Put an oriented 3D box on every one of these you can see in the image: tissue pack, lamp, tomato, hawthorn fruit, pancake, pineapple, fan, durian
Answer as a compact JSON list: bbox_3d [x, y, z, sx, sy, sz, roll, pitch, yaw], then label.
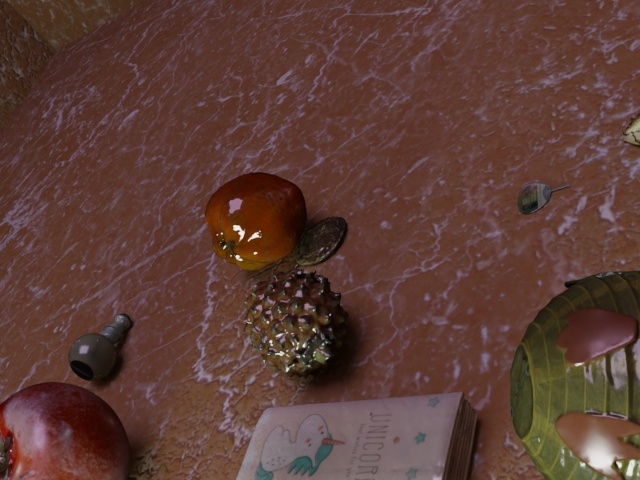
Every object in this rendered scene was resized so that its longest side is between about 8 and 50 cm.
[{"bbox_3d":[0.037,0.290,1.108,0.325,0.071,0.170,-12,42,35],"label":"tissue pack"},{"bbox_3d":[0.330,0.156,0.838,0.284,0.250,0.250,4,42,-3],"label":"lamp"},{"bbox_3d":[-0.419,0.358,1.353,0.270,0.227,0.270,-20,58,36],"label":"tomato"},{"bbox_3d":[-0.110,-0.036,1.542,0.189,0.189,0.189,-27,36,22],"label":"hawthorn fruit"},{"bbox_3d":[-0.001,-0.001,1.526,0.115,0.011,0.115,-28,35,21],"label":"pancake"},{"bbox_3d":[-0.419,0.199,1.674,0.091,0.091,0.163,-17,24,33],"label":"lamp"},{"bbox_3d":[-0.028,0.128,1.282,0.166,0.166,0.193,-44,36,-3],"label":"pineapple"},{"bbox_3d":[0.324,-0.062,1.275,0.080,0.003,0.060,6,57,49],"label":"fan"},{"bbox_3d":[0.486,-0.166,1.211,0.130,0.052,0.066,3,92,50],"label":"durian"}]
